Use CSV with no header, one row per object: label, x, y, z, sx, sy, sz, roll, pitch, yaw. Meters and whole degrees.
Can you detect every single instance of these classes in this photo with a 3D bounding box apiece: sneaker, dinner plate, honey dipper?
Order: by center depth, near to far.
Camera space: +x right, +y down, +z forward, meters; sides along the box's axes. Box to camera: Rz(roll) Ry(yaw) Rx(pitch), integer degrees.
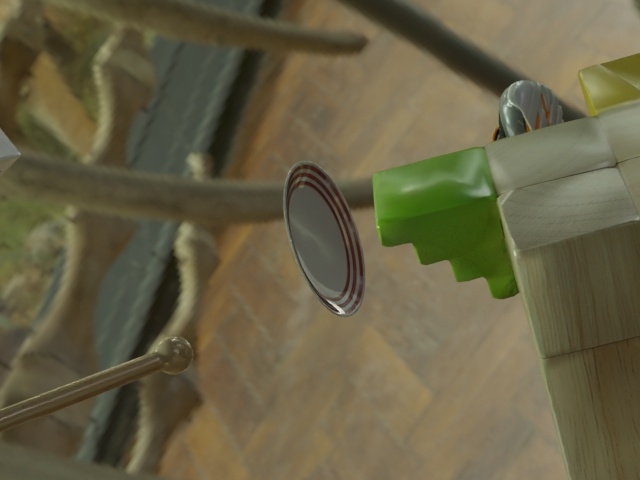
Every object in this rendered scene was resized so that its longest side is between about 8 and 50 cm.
honey dipper,-0.129,0.074,0.705,0.160,0.030,0.030,-22,11,-26
sneaker,0.162,-0.049,1.319,0.083,0.215,0.084,5,53,16
dinner plate,0.000,0.000,1.381,0.017,0.141,0.141,-19,38,25

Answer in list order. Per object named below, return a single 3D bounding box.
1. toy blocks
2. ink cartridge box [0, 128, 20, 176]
toy blocks,0.240,0.056,0.659,0.381,0.261,0.191,-15,28,6
ink cartridge box,-0.371,-0.030,1.332,0.203,0.086,0.148,-43,-7,19
